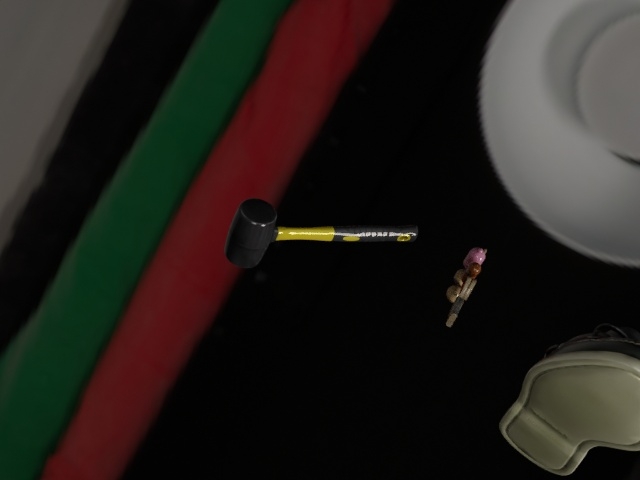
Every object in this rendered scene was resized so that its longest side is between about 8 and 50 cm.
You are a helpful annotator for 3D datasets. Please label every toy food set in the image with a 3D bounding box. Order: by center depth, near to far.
[{"bbox_3d":[0.162,0.045,1.674,0.078,0.019,0.122,-61,178,18],"label":"toy food set"}]

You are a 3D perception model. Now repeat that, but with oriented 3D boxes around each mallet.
[{"bbox_3d":[0.000,0.000,1.380,0.062,0.189,0.039,-59,-142,37],"label":"mallet"}]

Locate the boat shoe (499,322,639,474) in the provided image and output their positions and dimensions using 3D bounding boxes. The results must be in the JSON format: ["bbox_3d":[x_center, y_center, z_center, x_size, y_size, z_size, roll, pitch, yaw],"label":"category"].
[{"bbox_3d":[0.271,0.137,1.423,0.113,0.127,0.340,-50,170,-20],"label":"boat shoe"}]
